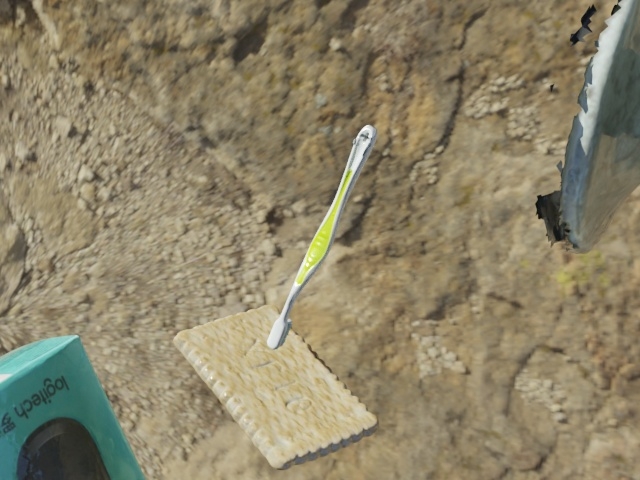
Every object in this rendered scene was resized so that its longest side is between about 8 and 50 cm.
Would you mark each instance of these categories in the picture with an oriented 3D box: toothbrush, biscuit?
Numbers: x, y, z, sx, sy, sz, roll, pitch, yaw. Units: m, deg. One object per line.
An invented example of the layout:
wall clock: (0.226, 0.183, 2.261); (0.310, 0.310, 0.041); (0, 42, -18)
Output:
toothbrush: (0.000, 0.000, 1.137); (0.022, 0.026, 0.263); (31, 108, 24)
biscuit: (-0.075, 0.231, 1.766); (0.217, 0.325, 0.044); (-17, 135, -36)

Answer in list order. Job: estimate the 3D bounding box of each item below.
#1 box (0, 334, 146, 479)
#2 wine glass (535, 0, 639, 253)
box: (-0.251, 0.266, 0.982); (0.205, 0.118, 0.311); (-34, 104, -57)
wine glass: (0.286, -0.029, 0.470); (0.357, 0.190, 0.190); (17, 79, 24)
